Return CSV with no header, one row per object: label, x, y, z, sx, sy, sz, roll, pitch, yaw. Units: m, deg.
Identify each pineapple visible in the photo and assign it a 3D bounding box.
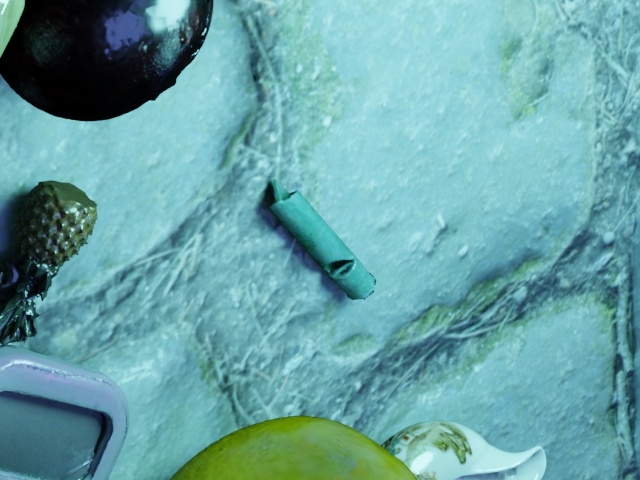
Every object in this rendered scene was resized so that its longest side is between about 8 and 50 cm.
pineapple,-0.266,0.024,1.833,0.074,0.074,0.159,17,105,-44

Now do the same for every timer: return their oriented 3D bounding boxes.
timer,-0.290,0.200,1.890,0.208,0.069,0.190,21,95,-44

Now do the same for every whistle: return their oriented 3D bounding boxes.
whistle,0.000,0.000,2.072,0.039,0.039,0.186,-51,134,-11

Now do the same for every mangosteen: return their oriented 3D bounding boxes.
mangosteen,-0.214,-0.223,1.684,0.250,0.211,0.211,47,76,-17

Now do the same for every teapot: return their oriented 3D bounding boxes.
teapot,0.120,0.317,2.258,0.298,0.139,0.204,-43,134,-18

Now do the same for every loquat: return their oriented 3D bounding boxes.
loquat,-0.028,0.350,2.043,0.328,0.328,0.359,-47,177,-15

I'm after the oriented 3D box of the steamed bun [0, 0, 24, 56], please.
steamed bun,-0.392,-0.187,1.552,0.273,0.166,0.232,27,100,-23
